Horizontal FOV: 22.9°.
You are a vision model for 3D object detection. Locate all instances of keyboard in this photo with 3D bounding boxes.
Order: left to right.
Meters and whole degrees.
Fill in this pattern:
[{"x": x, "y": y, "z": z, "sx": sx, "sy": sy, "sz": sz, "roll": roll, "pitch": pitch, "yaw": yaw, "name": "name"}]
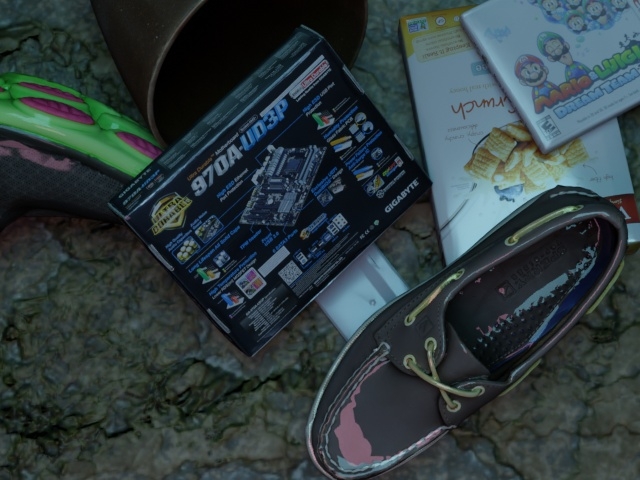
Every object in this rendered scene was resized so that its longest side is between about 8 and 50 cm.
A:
[{"x": 0.000, "y": 0.000, "z": 1.375, "sx": 0.072, "sy": 0.014, "sz": 0.256, "roll": -37, "pitch": 76, "yaw": -4, "name": "keyboard"}]

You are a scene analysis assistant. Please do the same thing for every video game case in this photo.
[{"x": 0.222, "y": -0.169, "z": 1.364, "sx": 0.157, "sy": 0.019, "sz": 0.143, "roll": -28, "pitch": 77, "yaw": -10, "name": "video game case"}]

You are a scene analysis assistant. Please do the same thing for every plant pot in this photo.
[{"x": -0.112, "y": -0.220, "z": 1.355, "sx": 0.215, "sy": 0.215, "sz": 0.230, "roll": -35, "pitch": 59, "yaw": -9, "name": "plant pot"}]

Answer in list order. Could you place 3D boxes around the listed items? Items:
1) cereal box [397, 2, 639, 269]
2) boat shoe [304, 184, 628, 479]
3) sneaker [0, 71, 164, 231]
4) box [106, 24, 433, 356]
[{"x": 0.172, "y": -0.093, "z": 1.377, "sx": 0.173, "sy": 0.047, "sz": 0.240, "roll": -10, "pitch": 73, "yaw": -2, "name": "cereal box"}, {"x": 0.116, "y": 0.080, "z": 1.277, "sx": 0.324, "sy": 0.097, "sz": 0.116, "roll": -41, "pitch": 96, "yaw": 1, "name": "boat shoe"}, {"x": -0.355, "y": -0.040, "z": 1.336, "sx": 0.482, "sy": 0.185, "sz": 0.202, "roll": 0, "pitch": 104, "yaw": -3, "name": "sneaker"}, {"x": -0.037, "y": -0.039, "z": 1.300, "sx": 0.220, "sy": 0.051, "sz": 0.175, "roll": -44, "pitch": 120, "yaw": -6, "name": "box"}]
